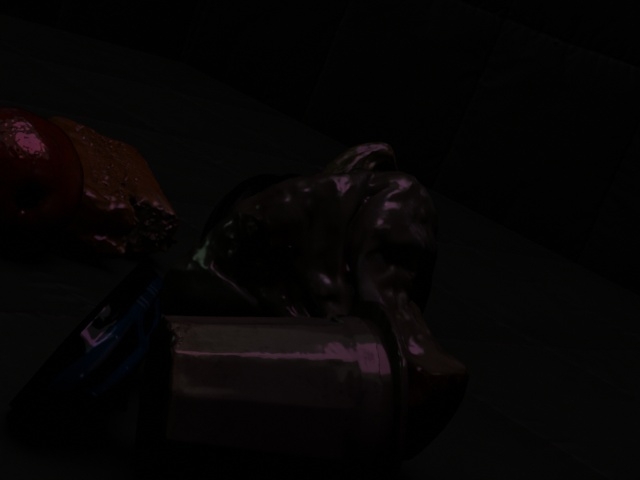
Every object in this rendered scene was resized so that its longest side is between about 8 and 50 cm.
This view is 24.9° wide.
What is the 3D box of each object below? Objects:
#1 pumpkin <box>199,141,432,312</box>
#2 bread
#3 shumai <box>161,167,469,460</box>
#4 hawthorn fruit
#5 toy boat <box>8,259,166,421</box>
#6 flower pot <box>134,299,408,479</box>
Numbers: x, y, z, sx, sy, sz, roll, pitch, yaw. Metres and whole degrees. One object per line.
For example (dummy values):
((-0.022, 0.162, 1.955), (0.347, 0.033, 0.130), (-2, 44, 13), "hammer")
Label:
((0.000, 0.000, 1.781), (0.296, 0.295, 0.296), (21, 11, -4), "pumpkin")
((-0.297, -0.059, 1.995), (0.185, 0.109, 0.380), (26, 10, -24), "bread")
((0.012, 0.109, 1.480), (0.304, 0.309, 0.263), (-14, 51, -17), "shumai")
((-0.372, -0.071, 1.753), (0.173, 0.173, 0.173), (21, 11, -4), "hawthorn fruit")
((-0.194, 0.111, 1.347), (0.092, 0.134, 0.299), (48, 10, -7), "toy boat")
((-0.053, 0.144, 1.270), (0.203, 0.212, 0.212), (8, 14, -15), "flower pot")
